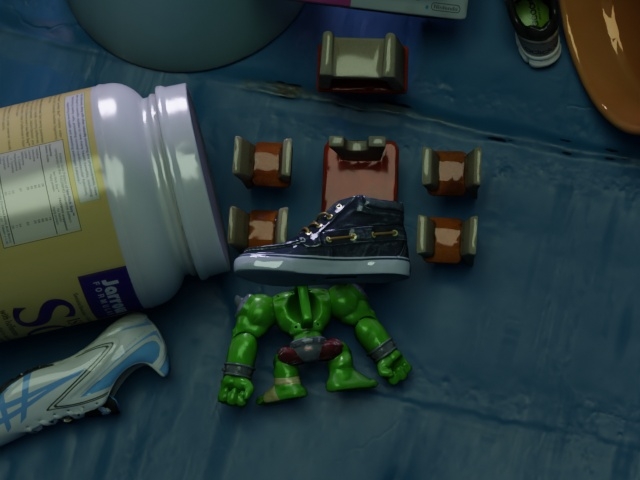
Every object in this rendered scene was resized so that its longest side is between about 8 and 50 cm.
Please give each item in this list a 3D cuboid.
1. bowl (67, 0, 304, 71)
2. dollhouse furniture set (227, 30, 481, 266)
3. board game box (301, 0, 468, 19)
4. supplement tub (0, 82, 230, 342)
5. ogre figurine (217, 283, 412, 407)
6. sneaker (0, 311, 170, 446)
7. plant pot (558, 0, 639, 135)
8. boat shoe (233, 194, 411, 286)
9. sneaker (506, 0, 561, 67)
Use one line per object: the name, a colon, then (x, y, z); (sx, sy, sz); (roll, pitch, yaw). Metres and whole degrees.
bowl: (-0.159, -0.364, 1.957); (0.311, 0.163, 0.312); (-1, 70, 3)
dollhouse furniture set: (0.044, -0.087, 1.877); (0.262, 0.135, 0.259); (2, 81, 6)
board game box: (0.059, -0.402, 1.877); (0.224, 0.097, 0.303); (3, 97, -27)
supplement tub: (-0.277, -0.029, 1.800); (0.331, 0.241, 0.241); (-13, 69, 0)
ogre figurine: (-0.011, 0.105, 1.808); (0.197, 0.097, 0.118); (-10, 81, 13)
sneaker: (-0.267, 0.164, 1.814); (0.237, 0.085, 0.086); (-31, 81, -3)
plant pot: (0.404, -0.272, 1.832); (0.203, 0.291, 0.291); (-12, 68, -17)
boat shoe: (0.000, 0.000, 1.758); (0.183, 0.065, 0.083); (0, 75, -14)
sneaker: (0.232, -0.283, 1.941); (0.063, 0.075, 0.170); (-13, 69, 0)
